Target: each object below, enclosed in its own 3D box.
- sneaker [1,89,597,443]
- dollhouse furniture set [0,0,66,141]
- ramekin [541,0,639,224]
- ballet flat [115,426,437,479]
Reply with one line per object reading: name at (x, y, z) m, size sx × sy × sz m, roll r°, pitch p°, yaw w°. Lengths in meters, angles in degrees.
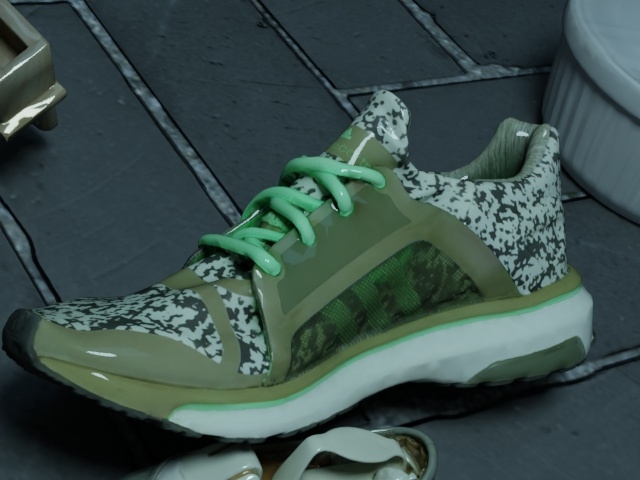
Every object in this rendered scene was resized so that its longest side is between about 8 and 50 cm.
sneaker at (0.000, 0.000, 0.821) m, size 0.410 × 0.182 × 0.158 m, roll -8°, pitch 15°, yaw -37°
dollhouse furniture set at (-0.396, -0.080, 0.888) m, size 0.303 × 0.174 × 0.355 m, roll 44°, pitch 72°, yaw 10°
ramekin at (0.316, -0.112, 1.177) m, size 0.272 × 0.127 × 0.273 m, roll 13°, pitch 38°, yaw -10°
ballet flat at (-0.031, 0.134, 0.765) m, size 0.213 × 0.068 × 0.072 m, roll -2°, pitch 44°, yaw -26°
